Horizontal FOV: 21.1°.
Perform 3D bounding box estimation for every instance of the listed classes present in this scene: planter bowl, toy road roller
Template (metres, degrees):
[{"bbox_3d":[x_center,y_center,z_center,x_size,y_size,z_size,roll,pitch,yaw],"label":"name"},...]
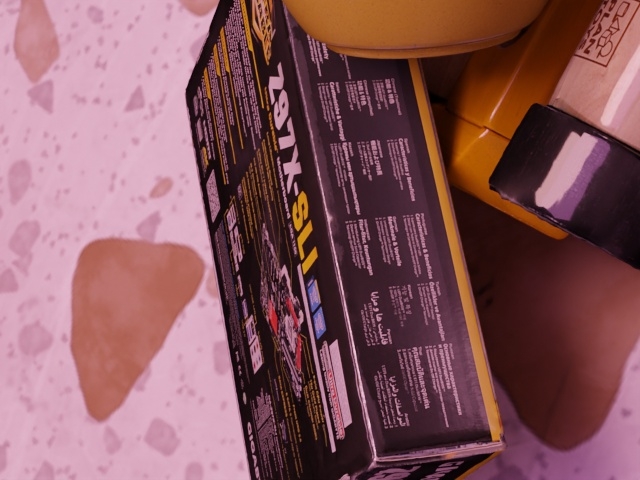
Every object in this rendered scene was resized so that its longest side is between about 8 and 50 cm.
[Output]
[{"bbox_3d":[0.047,-0.142,0.839,0.217,0.217,0.090,7,112,32],"label":"planter bowl"},{"bbox_3d":[0.200,-0.076,0.933,0.202,0.240,0.329,-61,21,5],"label":"toy road roller"}]

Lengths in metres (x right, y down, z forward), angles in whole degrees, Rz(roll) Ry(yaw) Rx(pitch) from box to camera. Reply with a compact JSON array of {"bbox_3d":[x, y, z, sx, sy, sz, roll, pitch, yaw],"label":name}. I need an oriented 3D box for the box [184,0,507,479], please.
[{"bbox_3d":[0.000,0.000,0.988,0.257,0.079,0.322,126,136,-64],"label":"box"}]
